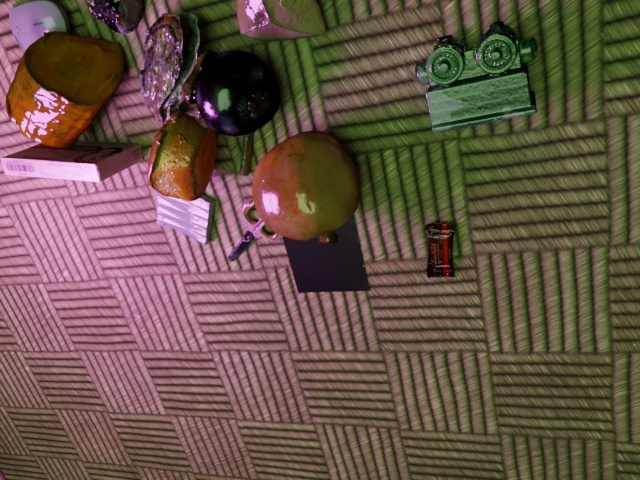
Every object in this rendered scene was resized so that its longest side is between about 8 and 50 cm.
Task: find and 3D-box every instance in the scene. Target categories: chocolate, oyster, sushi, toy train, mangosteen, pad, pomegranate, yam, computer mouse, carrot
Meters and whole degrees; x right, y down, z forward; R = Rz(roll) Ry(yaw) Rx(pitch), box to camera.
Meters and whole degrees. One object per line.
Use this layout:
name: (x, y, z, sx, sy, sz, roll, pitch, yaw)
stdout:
chocolate: (0.337, 0.029, 1.504, 0.086, 0.028, 0.182, -3, 117, 13)
oyster: (-0.412, -0.455, 1.471, 0.158, 0.162, 0.351, -2, 134, -24)
sushi: (-0.537, -0.655, 1.396, 0.115, 0.147, 0.212, 27, 126, 4)
toy train: (0.356, -0.373, 1.218, 0.266, 0.145, 0.202, -7, 117, 24)
mangosteen: (-0.234, -0.385, 1.391, 0.243, 0.243, 0.243, 9, 119, 16)
pad: (0.000, 0.000, 1.626, 0.247, 0.007, 0.368, -5, 115, 22)
pomegranate: (-0.035, -0.145, 1.413, 0.307, 0.307, 0.307, 9, 119, 16)
yam: (-0.215, -0.259, 1.553, 0.032, 0.032, 0.145, 17, 121, 11)
computer mouse: (-0.832, -0.629, 1.562, 0.230, 0.079, 0.128, -3, 113, 25)
carrot: (-0.738, -0.437, 1.531, 0.241, 0.241, 0.340, 46, 123, -7)

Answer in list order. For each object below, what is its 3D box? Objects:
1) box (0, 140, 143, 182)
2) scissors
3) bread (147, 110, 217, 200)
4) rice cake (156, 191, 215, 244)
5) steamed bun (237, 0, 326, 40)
box: (-0.761, -0.251, 1.650, 0.353, 0.214, 0.069, 7, 118, 17)
scissors: (-0.211, -0.026, 1.679, 0.160, 0.024, 0.317, 42, 126, -5)
bread: (-0.384, -0.236, 1.509, 0.145, 0.268, 0.268, 15, 121, 0)
rice cake: (-0.438, -0.095, 1.717, 0.198, 0.037, 0.189, 19, 121, 10)
steamed bun: (-0.123, -0.562, 1.274, 0.231, 0.110, 0.212, 2, 146, 21)
